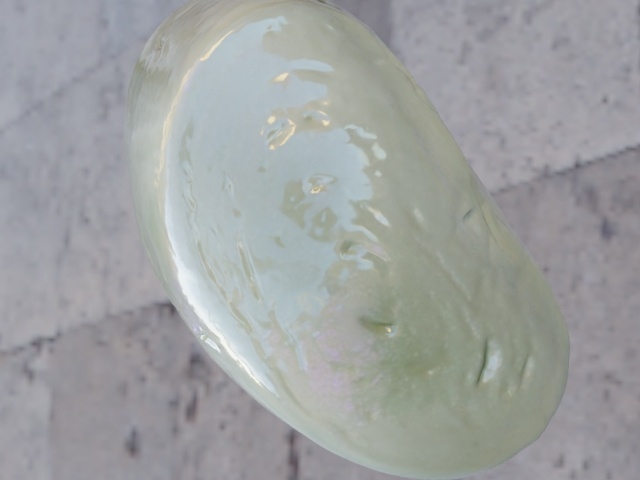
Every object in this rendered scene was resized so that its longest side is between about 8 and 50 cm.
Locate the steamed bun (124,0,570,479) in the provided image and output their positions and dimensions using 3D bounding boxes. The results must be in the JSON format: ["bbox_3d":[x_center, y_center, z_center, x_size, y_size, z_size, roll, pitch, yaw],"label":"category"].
[{"bbox_3d":[0.000,0.000,1.660,0.290,0.456,0.371,-36,16,1],"label":"steamed bun"}]
